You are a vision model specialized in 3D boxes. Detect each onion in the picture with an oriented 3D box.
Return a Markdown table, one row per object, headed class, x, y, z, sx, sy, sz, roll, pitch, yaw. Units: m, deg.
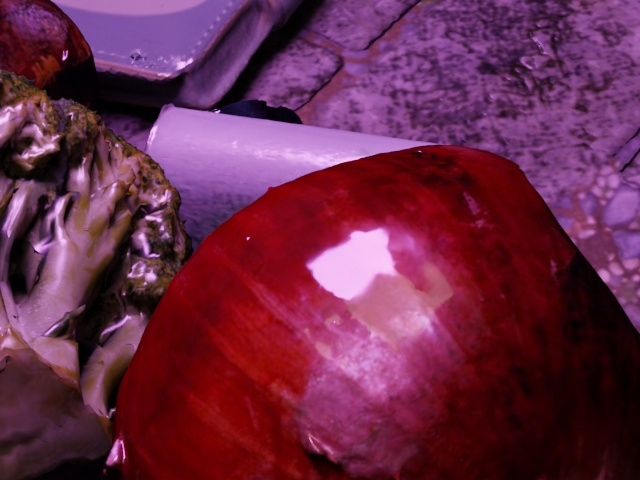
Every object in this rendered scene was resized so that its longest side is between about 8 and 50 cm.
| class | x | y | z | sx | sy | sz | roll | pitch | yaw |
| --- | --- | --- | --- | --- | --- | --- | --- | --- | --- |
| onion | 0.035 | 0.114 | 1.016 | 0.341 | 0.341 | 0.341 | -3 | 47 | 4 |

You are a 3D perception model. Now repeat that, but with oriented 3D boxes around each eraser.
| class | x | y | z | sx | sy | sz | roll | pitch | yaw |
| --- | --- | --- | --- | --- | --- | --- | --- | --- | --- |
| eraser | 0.000 | 0.000 | 1.226 | 0.227 | 0.174 | 0.081 | 10 | 38 | 23 |

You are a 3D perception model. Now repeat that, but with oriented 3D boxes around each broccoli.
| class | x | y | z | sx | sy | sz | roll | pitch | yaw |
| --- | --- | --- | --- | --- | --- | --- | --- | --- | --- |
| broccoli | -0.225 | 0.051 | 1.119 | 0.304 | 0.321 | 0.283 | -47 | 32 | 4 |

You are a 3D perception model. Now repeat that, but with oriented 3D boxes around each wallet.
| class | x | y | z | sx | sy | sz | roll | pitch | yaw |
| --- | --- | --- | --- | --- | --- | --- | --- | --- | --- |
| wallet | -0.117 | -0.246 | 1.551 | 0.252 | 0.083 | 0.360 | 14 | 50 | 25 |

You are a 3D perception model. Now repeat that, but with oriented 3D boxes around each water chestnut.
| class | x | y | z | sx | sy | sz | roll | pitch | yaw |
| --- | --- | --- | --- | --- | --- | --- | --- | --- | --- |
| water chestnut | -0.289 | -0.112 | 1.350 | 0.223 | 0.238 | 0.224 | -37 | 14 | 11 |

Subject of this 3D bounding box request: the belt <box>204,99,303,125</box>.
| class | x | y | z | sx | sy | sz | roll | pitch | yaw |
| --- | --- | --- | --- | --- | --- | --- | --- | --- | --- |
| belt | -0.066 | -0.046 | 1.338 | 0.140 | 0.105 | 0.058 | -23 | 47 | 1 |
